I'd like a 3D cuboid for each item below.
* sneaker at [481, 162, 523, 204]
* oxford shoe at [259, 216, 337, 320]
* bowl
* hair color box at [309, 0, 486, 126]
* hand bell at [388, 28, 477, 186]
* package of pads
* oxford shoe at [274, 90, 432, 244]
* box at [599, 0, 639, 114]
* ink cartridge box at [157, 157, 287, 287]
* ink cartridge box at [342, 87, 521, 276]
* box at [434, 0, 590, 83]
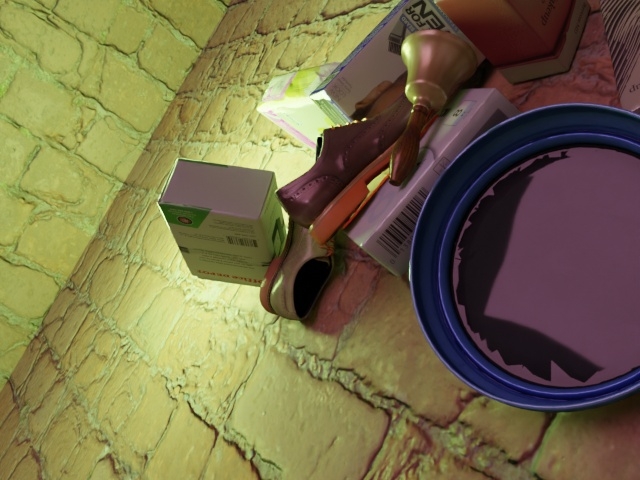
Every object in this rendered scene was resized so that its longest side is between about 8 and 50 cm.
[{"bbox_3d":[0.257,-0.073,1.078,0.282,0.102,0.161,-45,30,19],"label":"sneaker"},{"bbox_3d":[0.000,0.000,1.359,0.130,0.123,0.349,17,86,54],"label":"oxford shoe"},{"bbox_3d":[0.298,0.019,0.859,0.391,0.077,0.392,-14,66,35],"label":"bowl"},{"bbox_3d":[0.164,-0.327,1.273,0.339,0.185,0.110,-47,16,-7],"label":"hair color box"},{"bbox_3d":[0.149,-0.191,1.042,0.126,0.126,0.242,-7,55,51],"label":"hand bell"},{"bbox_3d":[0.019,-0.275,1.460,0.296,0.229,0.101,10,70,56],"label":"package of pads"},{"bbox_3d":[0.071,-0.167,1.139,0.364,0.132,0.130,-50,-2,-18],"label":"oxford shoe"},{"bbox_3d":[0.477,-0.268,0.950,0.113,0.094,0.275,-28,41,38],"label":"box"},{"bbox_3d":[-0.191,-0.027,1.416,0.211,0.289,0.122,9,59,9],"label":"ink cartridge box"},{"bbox_3d":[0.151,-0.121,1.175,0.308,0.091,0.385,-51,17,2],"label":"ink cartridge box"},{"bbox_3d":[0.328,-0.401,1.142,0.126,0.232,0.149,1,63,54],"label":"box"}]
